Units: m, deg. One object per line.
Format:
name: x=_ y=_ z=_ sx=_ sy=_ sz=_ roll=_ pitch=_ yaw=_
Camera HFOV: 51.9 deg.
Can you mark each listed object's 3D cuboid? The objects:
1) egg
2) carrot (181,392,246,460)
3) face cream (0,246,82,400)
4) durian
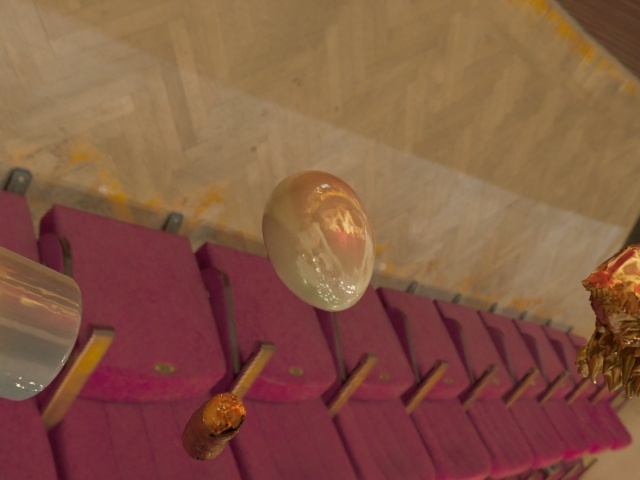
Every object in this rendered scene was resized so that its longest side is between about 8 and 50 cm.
egg: x=0.000 y=0.000 z=0.909 sx=0.151 sy=0.209 sz=0.151 roll=-17 pitch=156 yaw=-8
carrot: x=-0.145 y=0.254 z=0.888 sx=0.070 sy=0.070 sz=0.260 roll=-23 pitch=165 yaw=-25
face cream: x=-0.228 y=0.004 z=0.283 sx=0.077 sy=0.077 sz=0.250 roll=-47 pitch=137 yaw=8
durian: x=0.334 y=0.097 z=0.568 sx=0.305 sy=0.195 sz=0.185 roll=0 pitch=125 yaw=-57
